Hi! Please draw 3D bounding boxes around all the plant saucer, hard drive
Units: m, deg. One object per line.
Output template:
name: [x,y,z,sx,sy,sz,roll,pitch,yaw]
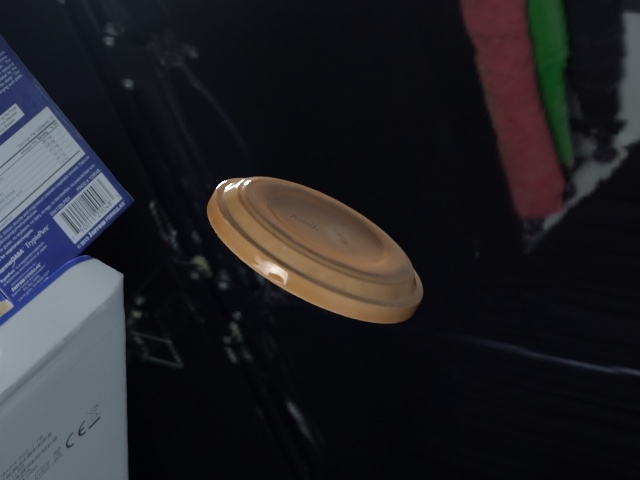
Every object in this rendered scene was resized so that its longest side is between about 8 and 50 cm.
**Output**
plant saucer: [0.000,0.000,0.379,0.083,0.083,0.013,-3,-54,-56]
hard drive: [-0.198,0.186,0.666,0.210,0.040,0.319,-47,-24,-42]

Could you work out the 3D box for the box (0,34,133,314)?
box: [-0.259,-0.072,0.800,0.136,0.036,0.225,-49,-65,-31]
